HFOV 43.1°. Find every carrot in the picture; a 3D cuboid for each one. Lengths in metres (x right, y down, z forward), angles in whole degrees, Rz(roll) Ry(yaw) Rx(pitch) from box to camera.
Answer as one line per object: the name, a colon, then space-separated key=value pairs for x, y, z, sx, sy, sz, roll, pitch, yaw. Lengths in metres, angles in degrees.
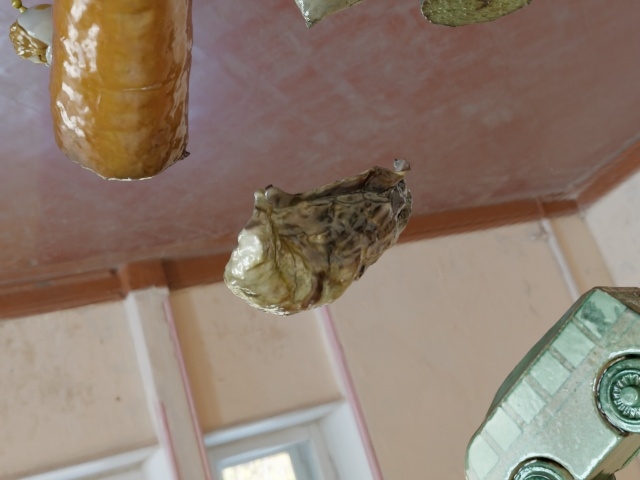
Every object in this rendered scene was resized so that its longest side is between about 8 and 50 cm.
carrot: x=-0.088 y=-0.108 z=0.348 sx=0.072 sy=0.072 sz=0.205 roll=-11 pitch=150 yaw=-18

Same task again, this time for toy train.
toy train: x=0.277 y=0.192 z=0.864 sx=0.129 sy=0.159 sz=0.326 roll=5 pitch=124 yaw=-45

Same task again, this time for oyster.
oyster: x=0.008 y=0.007 z=0.858 sx=0.271 sy=0.100 sz=0.275 roll=-42 pitch=159 yaw=-24

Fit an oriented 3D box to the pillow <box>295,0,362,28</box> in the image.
pillow: x=-0.012 y=-0.368 z=0.932 sx=0.148 sy=0.229 sz=0.050 roll=-29 pitch=175 yaw=-21

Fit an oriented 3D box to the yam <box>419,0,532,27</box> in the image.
yam: x=0.194 y=-0.380 z=0.938 sx=0.154 sy=0.254 sz=0.154 roll=5 pitch=166 yaw=1

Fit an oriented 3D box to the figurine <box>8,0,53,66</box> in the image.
figurine: x=-0.260 y=-0.206 z=0.868 sx=0.101 sy=0.143 sz=0.068 roll=-57 pitch=170 yaw=-72
